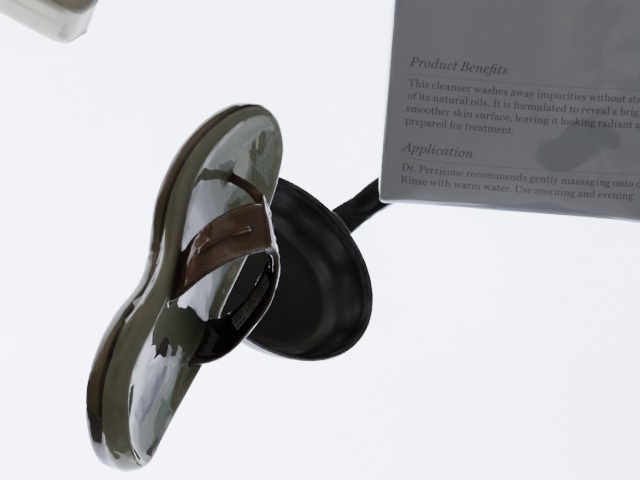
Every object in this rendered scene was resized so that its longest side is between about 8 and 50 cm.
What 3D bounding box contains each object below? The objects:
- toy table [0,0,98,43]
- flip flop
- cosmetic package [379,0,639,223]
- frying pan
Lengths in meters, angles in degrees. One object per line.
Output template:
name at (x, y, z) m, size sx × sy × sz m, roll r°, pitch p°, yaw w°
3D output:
toy table at (-0.186, -0.203, 0.721) m, size 0.274 × 0.252 × 0.160 m, roll 20°, pitch -125°, yaw 3°
flip flop at (-0.072, 0.030, 1.066) m, size 0.112 × 0.080 × 0.277 m, roll 68°, pitch -145°, yaw -45°
cosmetic package at (0.153, -0.215, 1.014) m, size 0.217 × 0.156 × 0.384 m, roll 6°, pitch -74°, yaw 1°
frying pan at (-0.024, -0.015, 1.481) m, size 0.197 × 0.053 × 0.326 m, roll 35°, pitch -138°, yaw -11°
